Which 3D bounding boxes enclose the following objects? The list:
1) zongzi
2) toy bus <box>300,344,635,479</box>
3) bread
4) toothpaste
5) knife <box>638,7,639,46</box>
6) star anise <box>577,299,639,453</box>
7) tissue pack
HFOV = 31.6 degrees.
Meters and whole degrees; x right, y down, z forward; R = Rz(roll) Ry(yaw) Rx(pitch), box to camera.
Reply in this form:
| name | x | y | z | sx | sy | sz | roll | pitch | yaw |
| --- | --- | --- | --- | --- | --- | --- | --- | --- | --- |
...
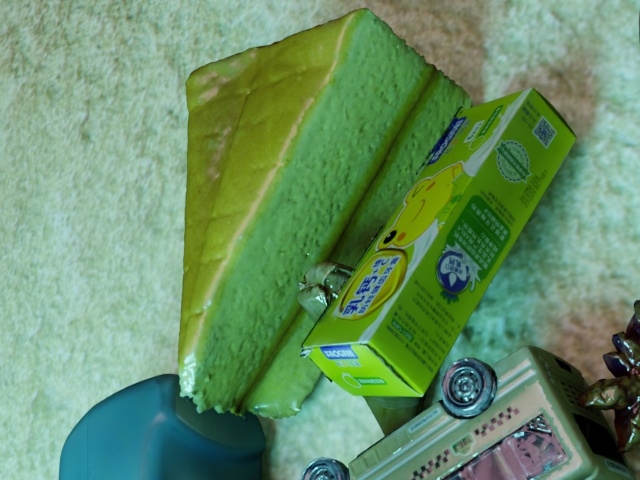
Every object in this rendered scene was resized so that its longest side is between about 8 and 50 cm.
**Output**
| name | x | y | z | sx | sy | sz | roll | pitch | yaw |
| --- | --- | --- | --- | --- | --- | --- | --- | --- | --- |
| zongzi | 0.039 | 0.119 | 1.100 | 0.078 | 0.160 | 0.176 | -9 | 64 | 66 |
| toy bus | 0.119 | 0.226 | 0.995 | 0.289 | 0.139 | 0.157 | -37 | 55 | 17 |
| bread | 0.000 | 0.000 | 1.141 | 0.244 | 0.233 | 0.362 | -10 | 67 | 35 |
| toothpaste | 0.115 | -0.002 | 1.050 | 0.110 | 0.077 | 0.327 | -11 | 39 | 56 |
| knife | 0.324 | -0.150 | 1.082 | 0.035 | 0.018 | 0.247 | -10 | 67 | 34 |
| star anise | 0.294 | 0.093 | 0.947 | 0.097 | 0.070 | 0.191 | 32 | 71 | 5 |
| tissue pack | -0.159 | 0.298 | 1.149 | 0.206 | 0.198 | 0.287 | -34 | 54 | 21 |
